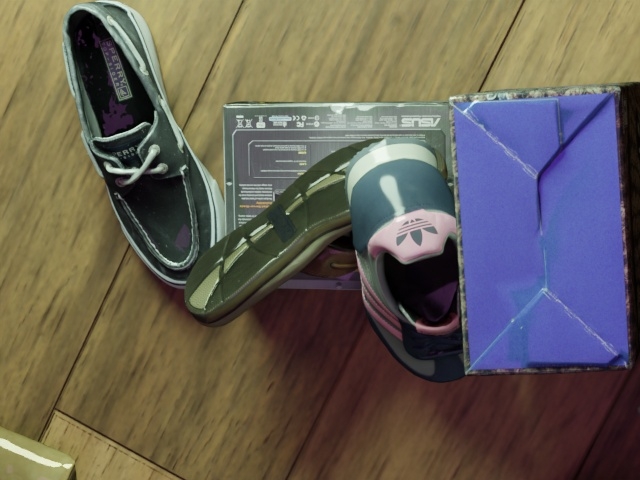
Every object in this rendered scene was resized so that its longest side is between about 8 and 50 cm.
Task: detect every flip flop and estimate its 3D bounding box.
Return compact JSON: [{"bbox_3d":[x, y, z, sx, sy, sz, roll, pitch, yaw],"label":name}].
[{"bbox_3d":[0.000,0.000,1.649,0.277,0.112,0.080,-36,123,6],"label":"flip flop"}]

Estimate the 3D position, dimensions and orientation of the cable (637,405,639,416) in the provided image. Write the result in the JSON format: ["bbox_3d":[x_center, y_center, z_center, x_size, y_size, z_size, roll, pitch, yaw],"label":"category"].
[{"bbox_3d":[0.455,0.157,1.605,0.257,0.089,0.257,42,100,15],"label":"cable"}]

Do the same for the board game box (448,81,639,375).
[{"bbox_3d":[0.210,-0.020,1.554,0.141,0.291,0.232,-3,96,14],"label":"board game box"}]

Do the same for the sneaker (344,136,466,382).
[{"bbox_3d":[0.092,0.057,1.580,0.112,0.319,0.131,-19,49,4],"label":"sneaker"}]

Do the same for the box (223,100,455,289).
[{"bbox_3d":[0.023,-0.044,1.713,0.231,0.056,0.183,0,97,12],"label":"box"}]

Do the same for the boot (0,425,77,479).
[{"bbox_3d":[-0.369,0.183,1.810,0.269,0.089,0.236,24,113,10],"label":"boot"}]

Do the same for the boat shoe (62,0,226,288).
[{"bbox_3d":[-0.178,-0.092,1.728,0.108,0.102,0.301,-17,92,13],"label":"boat shoe"}]
